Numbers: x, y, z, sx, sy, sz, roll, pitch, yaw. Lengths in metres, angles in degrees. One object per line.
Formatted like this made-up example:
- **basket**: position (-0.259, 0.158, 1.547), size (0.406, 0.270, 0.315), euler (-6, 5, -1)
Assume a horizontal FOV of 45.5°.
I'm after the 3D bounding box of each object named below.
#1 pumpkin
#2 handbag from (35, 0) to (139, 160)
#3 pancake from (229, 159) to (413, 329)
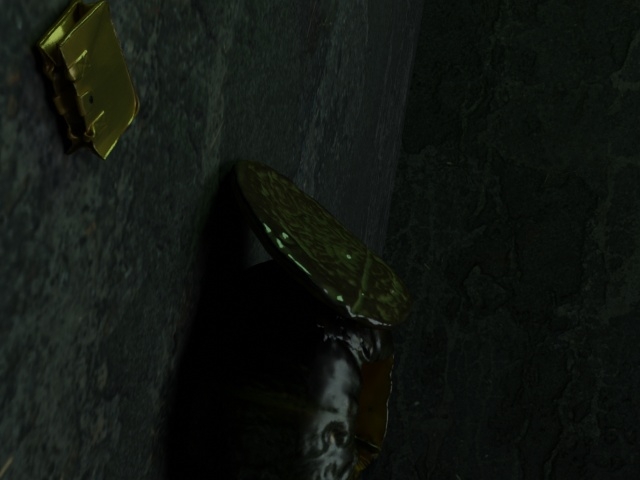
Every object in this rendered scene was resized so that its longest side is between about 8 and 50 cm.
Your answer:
- **pumpkin**: position (-0.026, 0.174, 0.855), size (0.320, 0.192, 0.320), euler (8, 90, -75)
- **handbag**: position (-0.141, -0.098, 0.464), size (0.083, 0.027, 0.061), euler (84, 19, -47)
- **pancake**: position (0.001, 0.000, 0.804), size (0.031, 0.250, 0.250), euler (-49, 178, 16)
